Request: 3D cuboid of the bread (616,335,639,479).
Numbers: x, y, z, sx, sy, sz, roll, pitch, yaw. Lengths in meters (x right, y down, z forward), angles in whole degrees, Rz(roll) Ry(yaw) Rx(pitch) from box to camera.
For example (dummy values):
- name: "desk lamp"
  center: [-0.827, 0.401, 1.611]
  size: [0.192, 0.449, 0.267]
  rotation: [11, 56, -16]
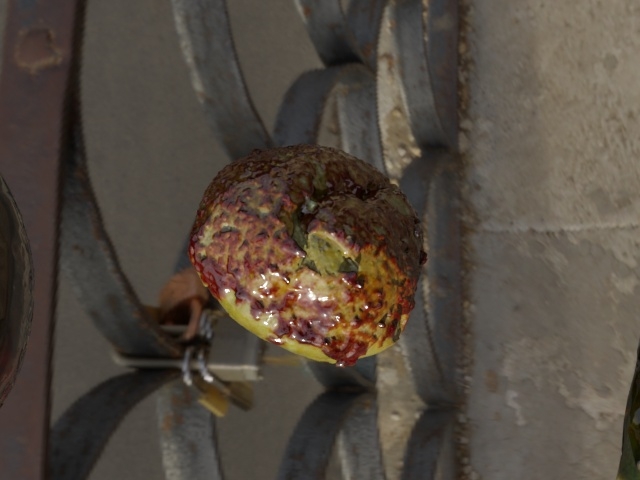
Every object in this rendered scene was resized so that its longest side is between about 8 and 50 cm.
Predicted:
- name: "bread"
  center: [0.265, 0.051, 0.384]
  size: [0.264, 0.167, 0.163]
  rotation: [-15, 40, 38]

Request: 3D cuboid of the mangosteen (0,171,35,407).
- name: "mangosteen"
  center: [-0.444, 0.023, 0.863]
  size: [0.381, 0.421, 0.381]
  rotation: [-12, 58, 20]

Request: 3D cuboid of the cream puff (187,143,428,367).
- name: "cream puff"
  center: [0.000, 0.000, 0.608]
  size: [0.149, 0.149, 0.084]
  rotation: [45, 126, 22]
